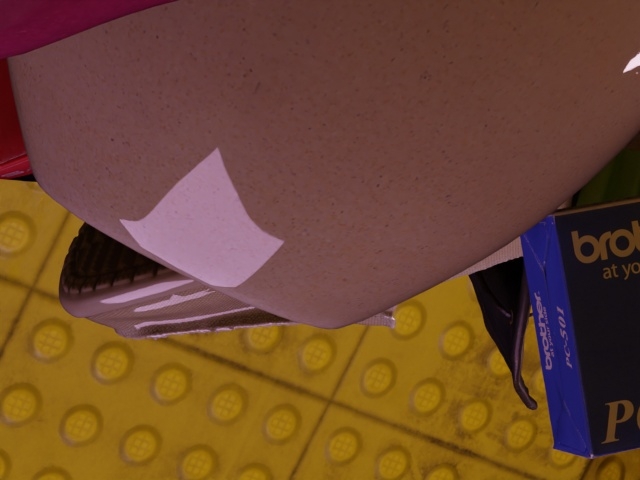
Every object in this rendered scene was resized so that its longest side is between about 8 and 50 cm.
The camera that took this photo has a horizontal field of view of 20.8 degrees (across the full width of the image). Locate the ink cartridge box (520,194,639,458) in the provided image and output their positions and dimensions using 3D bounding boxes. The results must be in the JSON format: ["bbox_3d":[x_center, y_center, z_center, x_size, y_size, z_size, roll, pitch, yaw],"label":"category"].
[{"bbox_3d":[0.190,0.021,0.709,0.207,0.097,0.046,-9,-179,-13],"label":"ink cartridge box"}]

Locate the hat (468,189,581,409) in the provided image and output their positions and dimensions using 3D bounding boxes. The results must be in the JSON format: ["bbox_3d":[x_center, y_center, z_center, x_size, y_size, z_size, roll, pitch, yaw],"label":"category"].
[{"bbox_3d":[0.151,-0.050,1.102,0.134,0.331,0.331,-10,-174,0],"label":"hat"}]

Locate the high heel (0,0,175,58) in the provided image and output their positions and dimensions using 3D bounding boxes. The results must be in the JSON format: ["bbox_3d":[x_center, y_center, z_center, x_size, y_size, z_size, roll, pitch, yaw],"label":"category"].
[{"bbox_3d":[-0.114,-0.150,0.563,0.181,0.127,0.377,8,-150,-8],"label":"high heel"}]

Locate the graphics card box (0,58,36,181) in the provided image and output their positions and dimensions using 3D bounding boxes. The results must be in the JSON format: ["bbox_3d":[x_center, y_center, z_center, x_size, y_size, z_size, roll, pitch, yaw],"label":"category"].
[{"bbox_3d":[-0.117,-0.146,0.932,0.371,0.094,0.232,6,-116,-80],"label":"graphics card box"}]

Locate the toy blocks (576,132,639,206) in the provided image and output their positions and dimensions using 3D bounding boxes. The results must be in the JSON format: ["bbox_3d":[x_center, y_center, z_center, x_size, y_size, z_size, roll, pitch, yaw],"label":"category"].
[{"bbox_3d":[0.311,0.035,0.923,0.261,0.190,0.381,12,167,25],"label":"toy blocks"}]

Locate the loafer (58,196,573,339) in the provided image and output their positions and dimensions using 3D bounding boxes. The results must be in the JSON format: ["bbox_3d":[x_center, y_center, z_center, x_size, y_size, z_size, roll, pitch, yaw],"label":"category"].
[{"bbox_3d":[0.000,0.000,0.823,0.092,0.269,0.102,58,-153,-35],"label":"loafer"}]

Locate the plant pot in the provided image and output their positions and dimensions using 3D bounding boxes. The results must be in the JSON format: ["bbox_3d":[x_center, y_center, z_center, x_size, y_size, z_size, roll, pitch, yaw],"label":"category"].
[{"bbox_3d":[-0.009,-0.080,0.659,0.284,0.191,0.284,27,-175,-3],"label":"plant pot"}]
